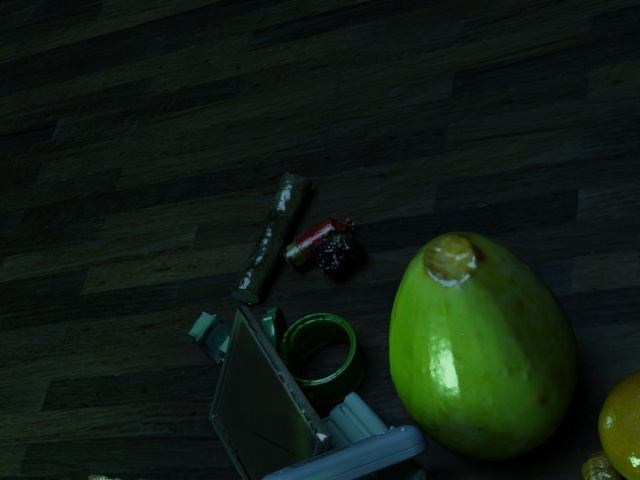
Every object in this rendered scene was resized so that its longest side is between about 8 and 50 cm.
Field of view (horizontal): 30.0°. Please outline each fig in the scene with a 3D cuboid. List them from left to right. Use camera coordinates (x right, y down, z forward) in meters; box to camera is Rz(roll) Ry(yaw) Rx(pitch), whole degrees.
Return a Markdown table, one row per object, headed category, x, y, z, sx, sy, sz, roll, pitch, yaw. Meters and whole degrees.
| category | x | y | z | sx | sy | sz | roll | pitch | yaw |
| --- | --- | --- | --- | --- | --- | --- | --- | --- | --- |
| fig | 0.213 | 0.128 | 1.590 | 0.258 | 0.326 | 0.258 | -12 | 35 | 9 |

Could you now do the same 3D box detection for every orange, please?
| category | x | y | z | sx | sy | sz | roll | pitch | yaw |
| --- | --- | --- | --- | --- | --- | --- | --- | --- | --- |
| orange | 0.430 | 0.237 | 1.499 | 0.156 | 0.124 | 0.156 | -12 | 68 | 32 |

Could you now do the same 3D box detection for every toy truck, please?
| category | x | y | z | sx | sy | sz | roll | pitch | yaw |
| --- | --- | --- | --- | --- | --- | --- | --- | --- | --- |
| toy truck | -0.144 | 0.177 | 1.975 | 0.175 | 0.081 | 0.067 | 24 | 74 | 44 |

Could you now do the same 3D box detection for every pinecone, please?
| category | x | y | z | sx | sy | sz | roll | pitch | yaw |
| --- | --- | --- | --- | --- | --- | --- | --- | --- | --- |
| pinecone | 0.030 | 0.024 | 1.986 | 0.083 | 0.077 | 0.077 | -63 | 37 | 24 |

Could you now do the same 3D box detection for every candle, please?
| category | x | y | z | sx | sy | sz | roll | pitch | yaw |
| --- | --- | --- | --- | --- | --- | --- | --- | --- | --- |
| candle | 0.000 | 0.000 | 2.038 | 0.130 | 0.052 | 0.052 | -32 | 44 | 7 |

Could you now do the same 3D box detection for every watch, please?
| category | x | y | z | sx | sy | sz | roll | pitch | yaw |
| --- | --- | --- | --- | --- | --- | --- | --- | --- | --- |
| watch | -0.011 | 0.169 | 1.865 | 0.152 | 0.131 | 0.165 | -13 | 49 | 13 |

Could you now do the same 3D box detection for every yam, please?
| category | x | y | z | sx | sy | sz | roll | pitch | yaw |
| --- | --- | --- | --- | --- | --- | --- | --- | --- | --- |
| yam | -0.084 | -0.004 | 2.094 | 0.061 | 0.061 | 0.253 | 4 | 60 | 37 |

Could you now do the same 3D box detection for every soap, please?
| category | x | y | z | sx | sy | sz | roll | pitch | yaw |
| --- | --- | --- | --- | --- | --- | --- | --- | --- | --- |
| soap | 0.070 | 0.323 | 1.723 | 0.114 | 0.063 | 0.198 | -43 | 43 | -1 |

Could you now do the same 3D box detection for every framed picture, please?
| category | x | y | z | sx | sy | sz | roll | pitch | yaw |
| --- | --- | --- | --- | --- | --- | --- | --- | --- | --- |
| framed picture | -0.084 | 0.279 | 1.787 | 0.315 | 0.024 | 0.232 | 54 | 136 | 46 |

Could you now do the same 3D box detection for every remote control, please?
| category | x | y | z | sx | sy | sz | roll | pitch | yaw |
| --- | --- | --- | --- | --- | --- | --- | --- | --- | --- |
| remote control | 0.030 | 0.301 | 1.601 | 0.244 | 0.047 | 0.087 | -17 | -4 | -20 |

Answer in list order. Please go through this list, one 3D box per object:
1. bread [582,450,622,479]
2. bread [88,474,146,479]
| category | x | y | z | sx | sy | sz | roll | pitch | yaw |
| --- | --- | --- | --- | --- | --- | --- | --- | --- | --- |
| bread | 0.364 | 0.341 | 1.516 | 0.052 | 0.044 | 0.157 | -23 | 45 | 27 |
| bread | -0.276 | 0.553 | 1.657 | 0.361 | 0.250 | 0.394 | -8 | 55 | 45 |
